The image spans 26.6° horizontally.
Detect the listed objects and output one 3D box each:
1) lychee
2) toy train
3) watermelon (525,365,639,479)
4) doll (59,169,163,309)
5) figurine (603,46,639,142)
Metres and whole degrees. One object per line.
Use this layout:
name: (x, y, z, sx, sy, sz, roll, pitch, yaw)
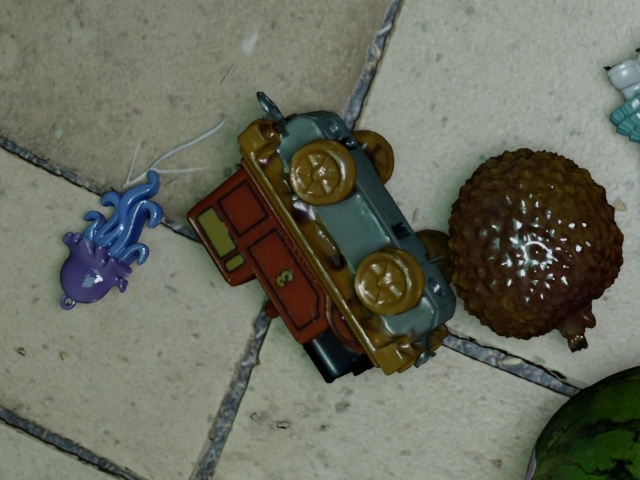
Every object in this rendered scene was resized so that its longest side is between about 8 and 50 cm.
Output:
lychee: (0.239, 0.014, 1.498, 0.200, 0.200, 0.238, -26, 95, 14)
toy train: (0.000, 0.000, 1.572, 0.232, 0.163, 0.369, -35, 84, 26)
watermelon: (0.387, 0.296, 1.397, 0.363, 0.363, 0.363, 1, 92, 14)
doll: (-0.260, 0.002, 1.687, 0.110, 0.067, 0.206, 36, 89, 24)
figurine: (0.390, -0.094, 1.496, 0.138, 0.110, 0.245, -26, 83, 23)
